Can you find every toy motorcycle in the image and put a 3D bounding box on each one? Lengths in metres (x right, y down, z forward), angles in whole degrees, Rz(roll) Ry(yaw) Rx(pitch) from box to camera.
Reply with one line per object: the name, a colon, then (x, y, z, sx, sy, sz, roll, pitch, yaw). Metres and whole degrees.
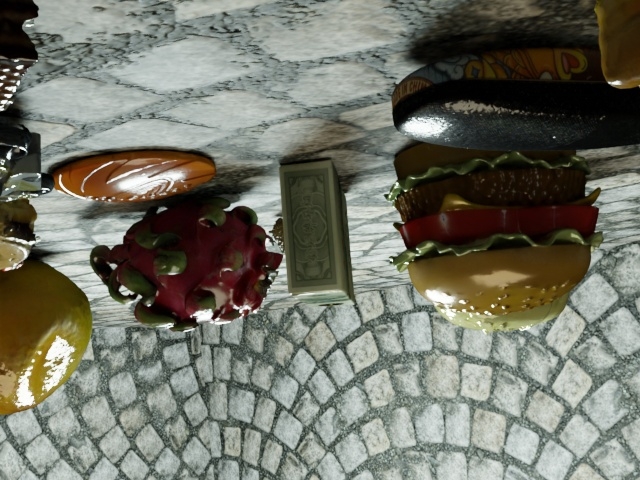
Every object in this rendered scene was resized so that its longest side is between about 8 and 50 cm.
toy motorcycle: (-0.329, -0.069, 0.866, 0.152, 0.073, 0.225, -3, 172, -9)

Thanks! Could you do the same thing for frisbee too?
frisbee: (-0.216, -0.065, 1.105, 0.192, 0.035, 0.192, -7, 172, -1)

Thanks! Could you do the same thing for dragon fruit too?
dragon fruit: (-0.187, 0.037, 1.329, 0.198, 0.218, 0.273, 39, 155, -23)

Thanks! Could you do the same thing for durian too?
durian: (-0.041, -0.008, 1.524, 0.091, 0.080, 0.080, 8, 178, 23)

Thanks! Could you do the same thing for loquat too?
loquat: (-0.540, 0.151, 1.611, 0.276, 0.275, 0.284, -14, -166, 41)

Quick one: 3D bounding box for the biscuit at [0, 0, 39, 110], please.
biscuit: (-0.286, -0.122, 0.542, 0.252, 0.070, 0.106, -3, 172, -27)

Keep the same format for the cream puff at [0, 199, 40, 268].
cream puff: (-0.378, -0.019, 1.052, 0.120, 0.104, 0.133, -10, 156, -11)

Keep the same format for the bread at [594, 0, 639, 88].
bread: (0.364, -0.177, 0.579, 0.185, 0.109, 0.380, -10, 178, -42)

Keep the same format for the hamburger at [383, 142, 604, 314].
hamburger: (0.218, -0.013, 1.188, 0.275, 0.212, 0.274, -7, 171, -1)

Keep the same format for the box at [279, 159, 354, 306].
box: (0.001, 0.000, 1.269, 0.069, 0.164, 0.256, -5, 172, 5)

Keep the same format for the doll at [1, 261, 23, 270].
doll: (-0.486, 0.019, 1.360, 0.094, 0.079, 0.180, 24, -174, 15)

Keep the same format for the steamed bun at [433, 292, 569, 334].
steamed bun: (0.263, 0.039, 1.526, 0.273, 0.231, 0.166, 0, 164, -30)

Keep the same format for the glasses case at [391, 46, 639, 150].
glasses case: (0.220, -0.127, 0.867, 0.321, 0.082, 0.122, -2, 169, -20)
